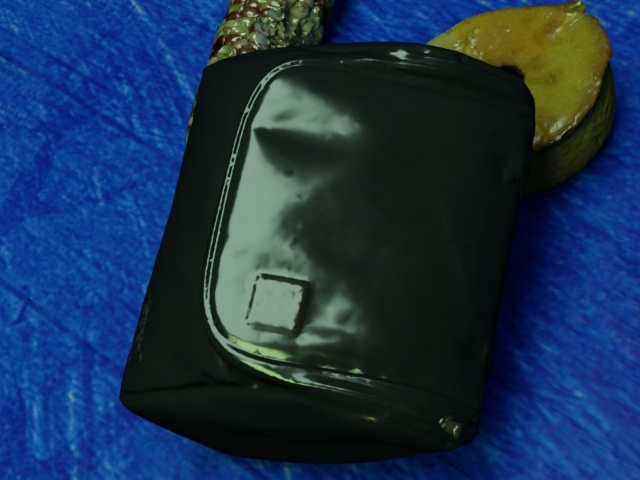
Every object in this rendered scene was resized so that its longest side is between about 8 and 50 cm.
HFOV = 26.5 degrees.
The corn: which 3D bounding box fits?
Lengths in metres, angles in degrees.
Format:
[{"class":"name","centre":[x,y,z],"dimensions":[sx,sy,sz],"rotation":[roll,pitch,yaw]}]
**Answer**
[{"class":"corn","centre":[-0.049,-0.179,1.235],"dimensions":[0.098,0.098,0.290],"rotation":[0,56,28]}]

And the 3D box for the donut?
[{"class":"donut","centre":[0.151,-0.107,1.088],"dimensions":[0.190,0.074,0.174],"rotation":[-7,53,30]}]

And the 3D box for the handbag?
[{"class":"handbag","centre":[-0.003,-0.001,0.959],"dimensions":[0.275,0.178,0.301],"rotation":[-5,64,48]}]
